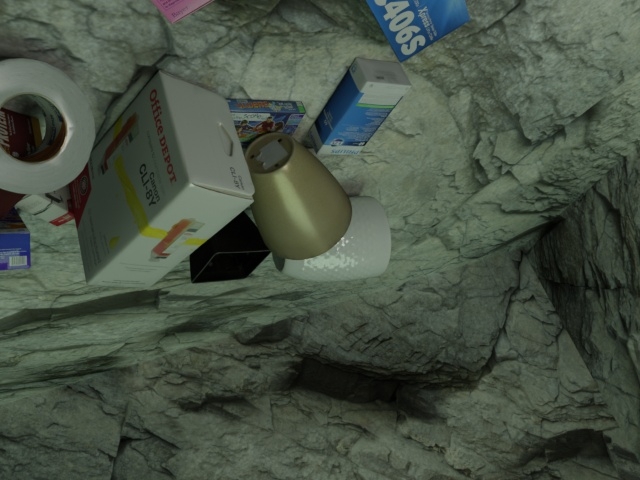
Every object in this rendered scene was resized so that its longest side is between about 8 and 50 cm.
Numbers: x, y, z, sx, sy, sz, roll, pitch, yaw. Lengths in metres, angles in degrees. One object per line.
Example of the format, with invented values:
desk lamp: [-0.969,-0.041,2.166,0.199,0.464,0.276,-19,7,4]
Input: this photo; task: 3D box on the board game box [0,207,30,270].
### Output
board game box: [-0.778,-0.004,1.016,0.347,0.233,0.078,-4,109,-37]

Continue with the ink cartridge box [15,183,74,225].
ink cartridge box: [-0.592,-0.103,1.115,0.056,0.099,0.135,-23,159,5]

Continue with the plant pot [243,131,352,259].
plant pot: [-0.077,-0.129,1.288,0.256,0.256,0.274,-23,144,4]

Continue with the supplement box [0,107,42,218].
supplement box: [-0.640,-0.144,0.937,0.194,0.129,0.191,-32,156,25]

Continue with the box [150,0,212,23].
box: [-0.209,-0.417,0.577,0.117,0.213,0.243,-26,157,12]

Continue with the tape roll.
tape roll: [-0.492,-0.188,0.863,0.072,0.219,0.219,16,-179,35]

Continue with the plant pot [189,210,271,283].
plant pot: [-0.287,0.008,1.560,0.187,0.167,0.188,-3,153,-39]

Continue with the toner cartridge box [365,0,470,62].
toner cartridge box: [0.153,-0.479,0.947,0.165,0.075,0.348,-30,157,17]

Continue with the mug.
mug: [0.000,0.000,1.725,0.328,0.276,0.374,-6,-175,-21]

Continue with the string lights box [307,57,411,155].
string lights box: [0.088,-0.313,1.270,0.133,0.076,0.259,-5,153,-33]

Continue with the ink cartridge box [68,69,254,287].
ink cartridge box: [-0.345,-0.111,1.086,0.385,0.279,0.160,-35,153,30]

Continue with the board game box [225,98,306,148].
board game box: [-0.150,-0.268,1.217,0.201,0.035,0.136,-7,154,-32]
